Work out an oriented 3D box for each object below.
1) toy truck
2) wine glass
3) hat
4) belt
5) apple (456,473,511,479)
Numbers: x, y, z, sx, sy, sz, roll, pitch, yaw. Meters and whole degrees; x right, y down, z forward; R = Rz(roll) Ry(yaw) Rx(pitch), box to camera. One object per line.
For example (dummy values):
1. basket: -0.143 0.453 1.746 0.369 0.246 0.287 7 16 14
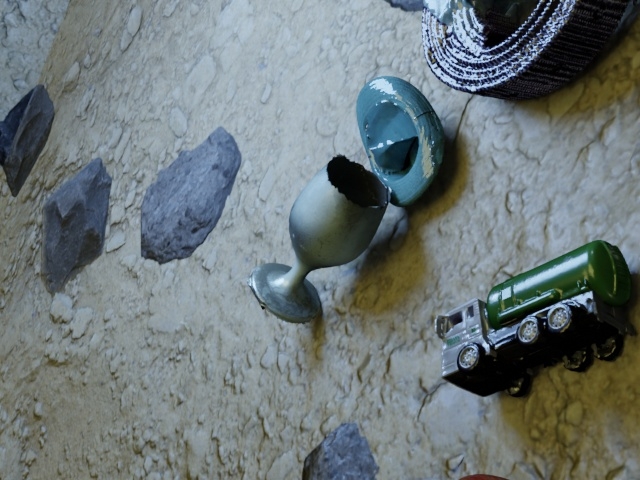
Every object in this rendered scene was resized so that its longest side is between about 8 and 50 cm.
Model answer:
1. toy truck: 0.250 0.092 1.364 0.242 0.101 0.125 -30 47 37
2. wine glass: 0.000 0.000 1.672 0.241 0.126 0.126 -55 38 36
3. hat: 0.124 -0.140 1.653 0.138 0.078 0.190 -38 65 46
4. belt: 0.261 -0.322 1.499 0.325 0.122 0.260 -45 53 44
5. apple: 0.183 0.339 1.300 0.131 0.146 0.146 110 154 -50
